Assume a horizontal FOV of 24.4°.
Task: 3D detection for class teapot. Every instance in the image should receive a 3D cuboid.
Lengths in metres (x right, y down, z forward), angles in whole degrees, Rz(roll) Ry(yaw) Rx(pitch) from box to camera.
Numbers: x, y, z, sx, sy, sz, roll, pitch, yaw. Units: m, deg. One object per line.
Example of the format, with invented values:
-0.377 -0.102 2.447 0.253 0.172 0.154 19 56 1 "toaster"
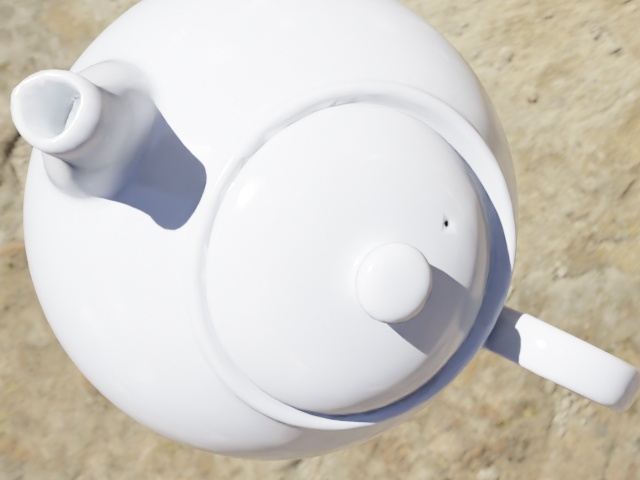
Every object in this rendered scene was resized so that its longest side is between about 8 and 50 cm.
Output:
0.000 0.000 0.671 0.187 0.256 0.253 28 136 60 "teapot"
